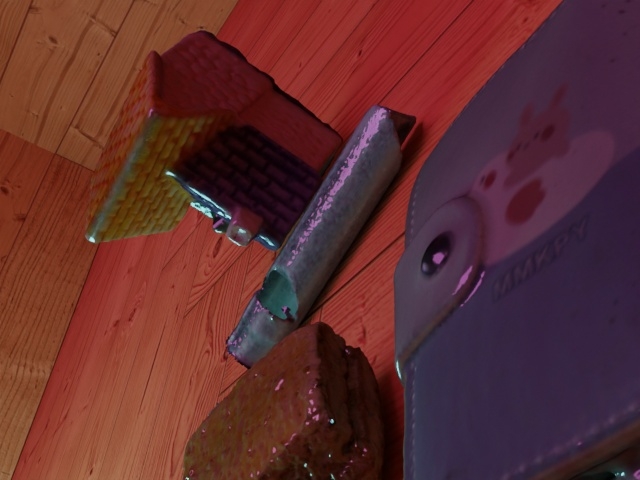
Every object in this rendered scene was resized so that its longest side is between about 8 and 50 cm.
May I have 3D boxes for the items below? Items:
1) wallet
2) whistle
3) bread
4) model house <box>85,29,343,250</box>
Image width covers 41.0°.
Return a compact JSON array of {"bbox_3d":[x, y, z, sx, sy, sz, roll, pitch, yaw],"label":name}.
[{"bbox_3d":[0.135,-0.003,0.510,0.252,0.083,0.360,-43,26,34],"label":"wallet"},{"bbox_3d":[0.000,0.000,0.880,0.312,0.062,0.062,-58,20,18],"label":"whistle"},{"bbox_3d":[-0.026,0.171,0.671,0.196,0.102,0.138,-52,25,23],"label":"bread"},{"bbox_3d":[-0.134,-0.073,0.964,0.202,0.237,0.237,-49,5,30],"label":"model house"}]
